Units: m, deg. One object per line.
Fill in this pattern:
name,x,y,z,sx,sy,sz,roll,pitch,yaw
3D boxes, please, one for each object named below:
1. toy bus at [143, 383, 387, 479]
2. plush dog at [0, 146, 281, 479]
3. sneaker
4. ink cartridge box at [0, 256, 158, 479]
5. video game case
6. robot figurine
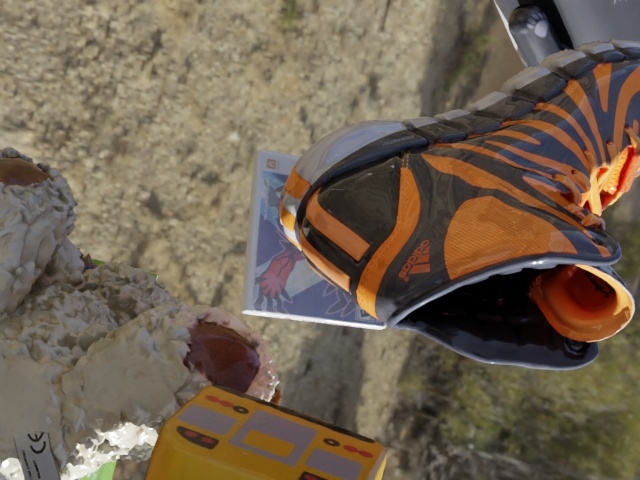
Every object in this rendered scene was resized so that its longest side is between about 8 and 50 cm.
toy bus,-0.061,0.250,0.577,0.130,0.108,0.332,-38,145,-76
plush dog,-0.157,0.086,0.754,0.210,0.262,0.225,-55,165,8
sneaker,0.150,-0.015,0.664,0.321,0.180,0.124,-22,134,-22
ink cartridge box,-0.287,0.135,1.062,0.097,0.189,0.255,24,79,-79
video game case,0.000,0.000,1.328,0.023,0.184,0.201,154,-58,-66
robot figurine,0.258,-0.260,1.091,0.209,0.173,0.278,-34,122,-1
